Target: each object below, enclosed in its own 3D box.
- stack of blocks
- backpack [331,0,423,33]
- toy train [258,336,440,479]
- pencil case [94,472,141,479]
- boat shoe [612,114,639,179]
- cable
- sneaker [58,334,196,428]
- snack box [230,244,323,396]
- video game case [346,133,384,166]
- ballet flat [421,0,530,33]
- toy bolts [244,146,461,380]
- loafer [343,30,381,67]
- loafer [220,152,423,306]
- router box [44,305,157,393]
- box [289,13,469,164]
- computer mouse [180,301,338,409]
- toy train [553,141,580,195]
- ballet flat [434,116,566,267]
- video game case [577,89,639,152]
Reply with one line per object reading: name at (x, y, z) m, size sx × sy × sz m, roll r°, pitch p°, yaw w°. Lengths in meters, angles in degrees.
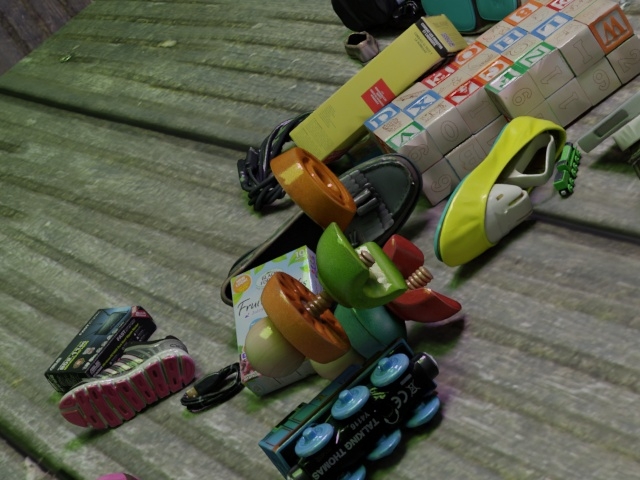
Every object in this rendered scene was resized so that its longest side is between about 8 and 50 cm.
stack of blocks at (0.214, -0.171, 1.993) m, size 0.297 × 0.087 × 0.171 m, roll -36°, pitch 24°, yaw -2°
backpack at (0.112, -0.394, 2.507) m, size 0.182 × 0.115 × 0.152 m, roll -43°, pitch 22°, yaw -23°
toy train at (0.031, 0.168, 1.620) m, size 0.184 × 0.080 × 0.105 m, roll -42°, pitch 19°, yaw -15°
pencil case at (-0.168, 0.299, 1.617) m, size 0.095 × 0.098 × 0.209 m, roll -2°, pitch 15°, yaw -22°
boat shoe at (0.436, -0.144, 1.655) m, size 0.305 × 0.091 × 0.109 m, roll -31°, pitch -5°, yaw 8°
cable at (-0.041, -0.105, 2.255) m, size 0.150 × 0.047 × 0.184 m, roll -32°, pitch 22°, yaw 7°
sneaker at (-0.222, 0.160, 1.983) m, size 0.170 × 0.063 × 0.075 m, roll -26°, pitch 25°, yaw 9°
snack box at (-0.042, 0.087, 1.846) m, size 0.100 × 0.037 × 0.141 m, roll -23°, pitch 50°, yaw 19°
video game case at (0.103, -0.157, 2.201) m, size 0.166 × 0.015 × 0.119 m, roll -34°, pitch 24°, yaw 2°
ballet flat at (0.228, -0.320, 2.283) m, size 0.086 × 0.086 × 0.248 m, roll -42°, pitch 26°, yaw -15°
toy bolts at (0.002, 0.047, 1.697) m, size 0.158 × 0.228 × 0.218 m, roll -43°, pitch 53°, yaw 14°
loafer at (0.058, -0.284, 2.464) m, size 0.045 × 0.039 × 0.125 m, roll -35°, pitch 24°, yaw 1°
loafer at (0.000, 0.000, 1.929) m, size 0.267 × 0.096 × 0.084 m, roll -37°, pitch -4°, yaw 16°
router box at (-0.272, 0.135, 2.119) m, size 0.092 × 0.038 × 0.122 m, roll -8°, pitch 36°, yaw 47°
box at (0.072, -0.185, 2.114) m, size 0.232 × 0.058 × 0.087 m, roll -39°, pitch -6°, yaw 23°
computer mouse at (-0.059, 0.106, 1.894) m, size 0.242 × 0.041 × 0.071 m, roll -37°, pitch 25°, yaw -2°
toy train at (0.264, -0.078, 1.836) m, size 0.017 × 0.024 × 0.083 m, roll -21°, pitch 28°, yaw 29°
ballet flat at (0.200, -0.056, 1.829) m, size 0.077 × 0.077 × 0.231 m, roll 5°, pitch 42°, yaw 32°
video game case at (0.367, -0.172, 1.773) m, size 0.190 × 0.022 × 0.173 m, roll -38°, pitch -2°, yaw -18°
